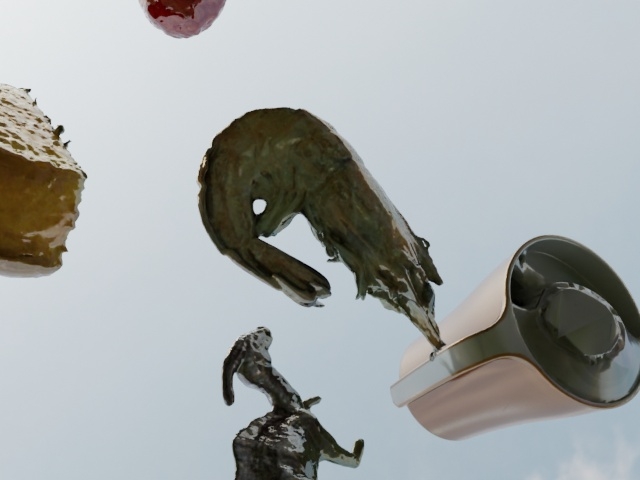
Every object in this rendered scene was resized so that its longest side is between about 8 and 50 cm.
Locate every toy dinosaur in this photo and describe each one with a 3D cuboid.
[{"bbox_3d":[-0.024,0.220,0.781,0.077,0.162,0.294,-43,-134,30],"label":"toy dinosaur"}]

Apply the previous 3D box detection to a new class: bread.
[{"bbox_3d":[-0.445,-0.092,1.086,0.340,0.179,0.194,46,-69,43],"label":"bread"}]

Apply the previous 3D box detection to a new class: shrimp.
[{"bbox_3d":[0.000,0.000,0.595,0.126,0.047,0.223,-33,-106,-18],"label":"shrimp"}]

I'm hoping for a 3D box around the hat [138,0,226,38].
[{"bbox_3d":[-0.175,-0.407,1.180,0.274,0.242,0.332,-6,-117,3],"label":"hat"}]

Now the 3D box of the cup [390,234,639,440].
[{"bbox_3d":[0.188,0.123,0.907,0.226,0.264,0.182,-8,-112,-34],"label":"cup"}]
